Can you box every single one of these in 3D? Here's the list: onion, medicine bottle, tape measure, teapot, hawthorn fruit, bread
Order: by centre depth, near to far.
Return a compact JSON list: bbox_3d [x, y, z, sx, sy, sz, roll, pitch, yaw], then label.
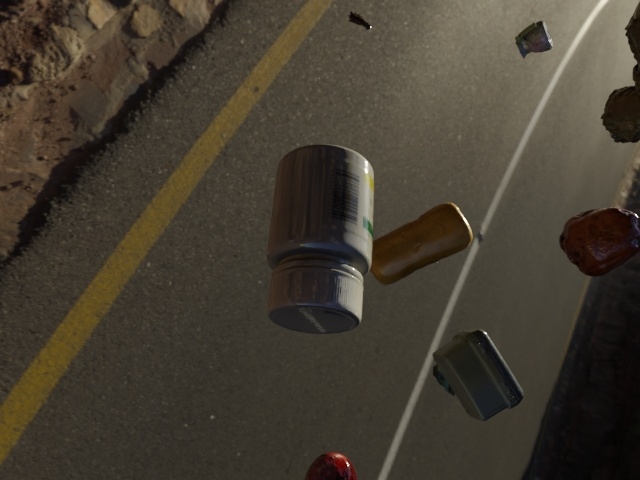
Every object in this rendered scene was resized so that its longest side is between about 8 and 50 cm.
[{"bbox_3d":[0.000,0.000,1.080,0.208,0.208,0.339,37,49,-48],"label":"medicine bottle"},{"bbox_3d":[0.441,-0.420,1.127,0.083,0.064,0.064,18,59,-49],"label":"teapot"},{"bbox_3d":[0.666,-0.006,1.288,0.173,0.174,0.179,-61,175,-32],"label":"hawthorn fruit"},{"bbox_3d":[0.024,0.571,1.291,0.131,0.131,0.131,-3,93,-54],"label":"onion"},{"bbox_3d":[0.263,0.014,1.498,0.141,0.305,0.091,64,16,14],"label":"bread"},{"bbox_3d":[0.436,0.429,1.721,0.125,0.146,0.080,-10,113,-21],"label":"tape measure"}]

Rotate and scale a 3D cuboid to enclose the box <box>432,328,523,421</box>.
[{"bbox_3d":[0.389,0.333,1.347,0.129,0.148,0.210,-29,82,-9],"label":"box"}]

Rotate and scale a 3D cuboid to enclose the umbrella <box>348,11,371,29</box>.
[{"bbox_3d":[0.082,-0.458,1.127,0.032,0.083,0.020,0,124,-34],"label":"umbrella"}]

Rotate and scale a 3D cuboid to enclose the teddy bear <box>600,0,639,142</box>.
[{"bbox_3d":[0.462,-0.241,0.612,0.256,0.156,0.267,-53,152,-3],"label":"teddy bear"}]
